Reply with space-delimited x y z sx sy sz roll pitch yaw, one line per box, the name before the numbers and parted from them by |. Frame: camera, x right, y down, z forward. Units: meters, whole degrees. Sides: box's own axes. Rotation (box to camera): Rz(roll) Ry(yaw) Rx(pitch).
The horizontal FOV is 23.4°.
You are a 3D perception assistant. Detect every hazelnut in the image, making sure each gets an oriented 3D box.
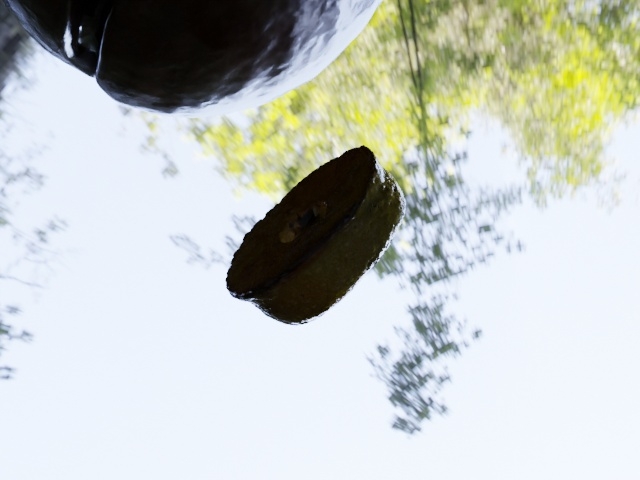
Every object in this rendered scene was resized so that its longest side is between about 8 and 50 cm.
hazelnut | -0.095 -0.324 1.294 0.429 0.402 0.402 -42 -104 -18

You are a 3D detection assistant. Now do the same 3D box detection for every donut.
donut | 0.000 0.000 1.156 0.058 0.152 0.152 42 -93 -19
